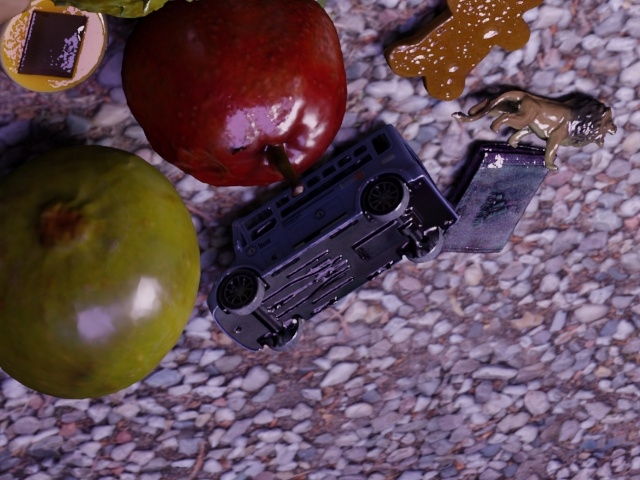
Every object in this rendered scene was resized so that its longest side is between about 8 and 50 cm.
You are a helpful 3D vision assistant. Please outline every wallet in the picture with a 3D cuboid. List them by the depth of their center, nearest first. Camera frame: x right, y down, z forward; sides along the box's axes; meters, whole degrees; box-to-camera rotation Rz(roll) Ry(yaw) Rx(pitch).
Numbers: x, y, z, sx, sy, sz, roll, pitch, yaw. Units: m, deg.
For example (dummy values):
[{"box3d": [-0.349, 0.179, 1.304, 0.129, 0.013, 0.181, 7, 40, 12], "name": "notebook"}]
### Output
[{"box3d": [0.203, -0.049, 2.340, 0.111, 0.030, 0.166, 1, 135, -31], "name": "wallet"}]

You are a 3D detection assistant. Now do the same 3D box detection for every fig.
[{"box3d": [-0.254, 0.055, 2.091, 0.258, 0.258, 0.326, -12, 150, -12], "name": "fig"}]

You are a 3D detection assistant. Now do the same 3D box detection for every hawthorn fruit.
[{"box3d": [-0.073, -0.143, 1.950, 0.230, 0.266, 0.210, 13, 119, -35], "name": "hawthorn fruit"}]

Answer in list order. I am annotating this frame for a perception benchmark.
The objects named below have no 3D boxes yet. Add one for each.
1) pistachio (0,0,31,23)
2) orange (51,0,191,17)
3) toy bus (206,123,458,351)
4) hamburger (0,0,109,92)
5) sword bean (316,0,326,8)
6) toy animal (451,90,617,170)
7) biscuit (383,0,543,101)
[{"box3d": [-0.388, -0.262, 1.770, 0.260, 0.212, 0.163, 31, 76, -47], "name": "pistachio"}, {"box3d": [-0.171, -0.351, 1.715, 0.301, 0.223, 0.300, -23, 131, -38], "name": "orange"}, {"box3d": [0.000, 0.000, 2.226, 0.292, 0.133, 0.125, -33, 143, 8], "name": "toy bus"}, {"box3d": [-0.278, -0.210, 1.922, 0.141, 0.081, 0.127, -11, 126, -17], "name": "hamburger"}, {"box3d": [-0.009, -0.252, 2.033, 0.043, 0.038, 0.269, 5, 137, 7], "name": "sword bean"}, {"box3d": [0.239, -0.130, 2.246, 0.219, 0.069, 0.086, 2, 112, -32], "name": "toy animal"}, {"box3d": [0.172, -0.241, 2.124, 0.205, 0.031, 0.138, -43, 135, 21], "name": "biscuit"}]
